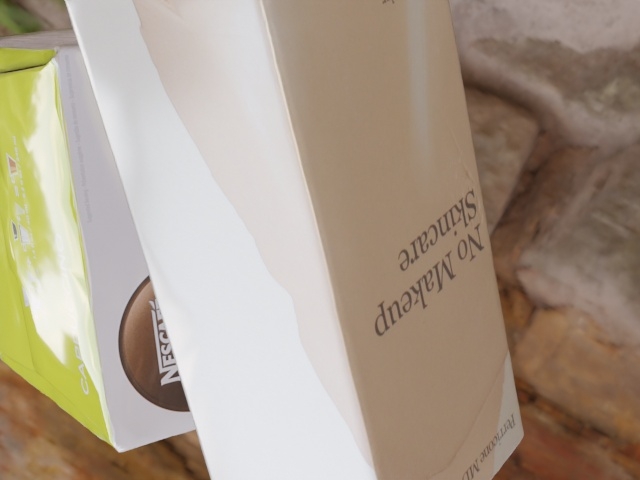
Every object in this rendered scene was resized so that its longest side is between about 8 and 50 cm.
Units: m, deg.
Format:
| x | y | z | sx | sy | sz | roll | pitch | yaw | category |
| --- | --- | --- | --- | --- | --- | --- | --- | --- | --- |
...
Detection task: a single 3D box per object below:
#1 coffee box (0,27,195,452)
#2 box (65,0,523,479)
| x | y | z | sx | sy | sz | roll | pitch | yaw | category |
| --- | --- | --- | --- | --- | --- | --- | --- | --- | --- |
| -0.130 | -0.041 | 1.147 | 0.338 | 0.334 | 0.338 | 17 | 116 | 58 | coffee box |
| 0.000 | 0.000 | 0.608 | 0.121 | 0.148 | 0.311 | 5 | 121 | 37 | box |
